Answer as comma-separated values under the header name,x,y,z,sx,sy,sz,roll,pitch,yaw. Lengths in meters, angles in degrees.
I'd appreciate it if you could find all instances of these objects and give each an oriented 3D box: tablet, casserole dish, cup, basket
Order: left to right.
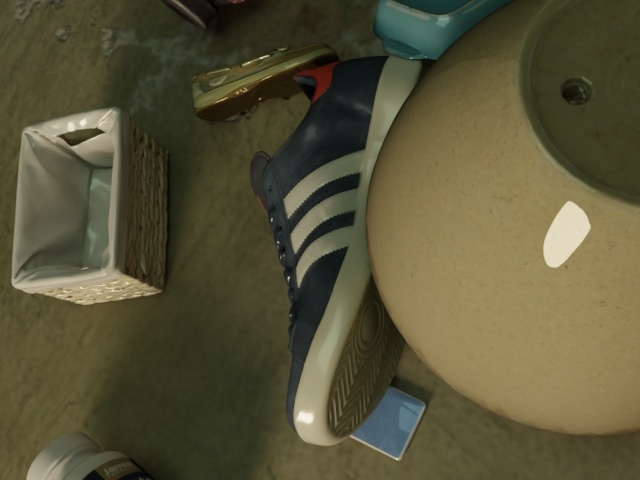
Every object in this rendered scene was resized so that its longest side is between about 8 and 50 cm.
name,x,y,z,sx,sy,sz,roll,pitch,yaw
basket,-0.214,-0.026,1.084,0.113,0.103,0.167,-9,69,21
tablet,0.044,0.146,0.970,0.083,0.006,0.054,23,82,27
casserole dish,0.127,-0.222,0.995,0.188,0.037,0.114,-39,46,-24
cup,0.198,-0.051,0.781,0.331,0.237,0.331,0,70,1

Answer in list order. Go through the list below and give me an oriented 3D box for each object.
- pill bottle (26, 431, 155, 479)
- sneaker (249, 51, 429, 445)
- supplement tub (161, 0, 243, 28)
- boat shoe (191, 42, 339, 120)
name,x,y,z,sx,sy,sz,roll,pitch,yaw
pill bottle,-0.175,0.241,0.981,0.169,0.094,0.094,35,88,28
sneaker,0.000,0.000,0.974,0.148,0.131,0.350,5,65,23
supplement tub,-0.085,-0.308,1.124,0.106,0.106,0.198,34,89,29
boat shoe,-0.056,-0.161,1.091,0.153,0.056,0.048,-20,70,24
